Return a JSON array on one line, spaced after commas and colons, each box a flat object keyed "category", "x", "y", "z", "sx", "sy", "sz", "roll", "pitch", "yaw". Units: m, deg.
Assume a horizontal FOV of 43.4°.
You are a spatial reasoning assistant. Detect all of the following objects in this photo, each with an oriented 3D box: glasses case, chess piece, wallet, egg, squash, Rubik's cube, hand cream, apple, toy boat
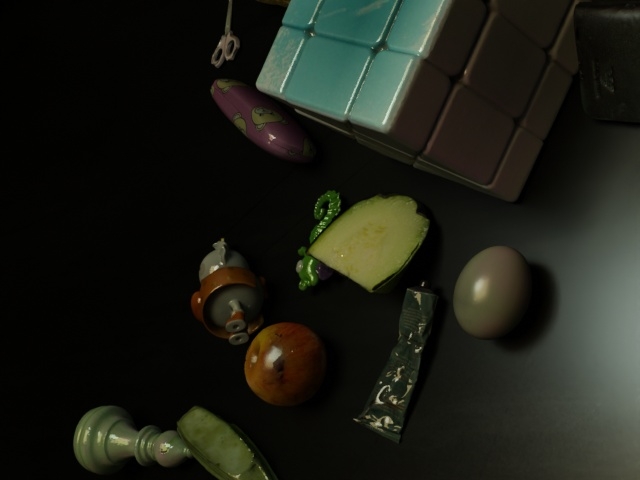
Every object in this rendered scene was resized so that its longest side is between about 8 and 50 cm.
[{"category": "glasses case", "x": -0.116, "y": -0.240, "z": 1.589, "sx": 0.316, "sy": 0.123, "sz": 0.075, "roll": 46, "pitch": 113, "yaw": 45}, {"category": "chess piece", "x": -0.349, "y": 0.402, "z": 1.589, "sx": 0.272, "sy": 0.139, "sz": 0.139, "roll": -3, "pitch": 72, "yaw": 33}, {"category": "wallet", "x": 0.455, "y": -0.217, "z": 0.991, "sx": 0.318, "sy": 0.045, "sz": 0.172, "roll": 17, "pitch": 123, "yaw": 50}, {"category": "egg", "x": 0.239, "y": 0.072, "z": 1.116, "sx": 0.103, "sy": 0.103, "sz": 0.134, "roll": 19, "pitch": 87, "yaw": 48}, {"category": "squash", "x": 0.101, "y": 0.013, "z": 1.319, "sx": 0.184, "sy": 0.085, "sz": 0.192, "roll": -43, "pitch": 43, "yaw": -15}, {"category": "Rubik's cube", "x": 0.156, "y": -0.280, "z": 1.185, "sx": 0.322, "sy": 0.319, "sz": 0.315, "roll": 30, "pitch": 98, "yaw": 48}, {"category": "hand cream", "x": 0.123, "y": 0.178, "z": 1.230, "sx": 0.075, "sy": 0.052, "sz": 0.247, "roll": 19, "pitch": 88, "yaw": 49}, {"category": "apple", "x": -0.061, "y": 0.206, "z": 1.351, "sx": 0.147, "sy": 0.147, "sz": 0.146, "roll": -20, "pitch": 61, "yaw": 40}, {"category": "toy boat", "x": -0.172, "y": 0.373, "z": 1.439, "sx": 0.093, "sy": 0.055, "sz": 0.293, "roll": -39, "pitch": 39, "yaw": -21}]

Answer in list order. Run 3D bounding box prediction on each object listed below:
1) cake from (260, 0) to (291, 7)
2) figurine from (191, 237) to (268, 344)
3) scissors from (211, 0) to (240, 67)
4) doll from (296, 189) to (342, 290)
[{"category": "cake", "x": -0.089, "y": -0.655, "z": 1.654, "sx": 0.222, "sy": 0.228, "sz": 0.285, "roll": 24, "pitch": 92, "yaw": 48}, {"category": "figurine", "x": -0.167, "y": 0.086, "z": 1.524, "sx": 0.143, "sy": 0.143, "sz": 0.271, "roll": -40, "pitch": 25, "yaw": 28}, {"category": "scissors", "x": -0.216, "y": -0.491, "z": 1.875, "sx": 0.100, "sy": 0.015, "sz": 0.188, "roll": -20, "pitch": 59, "yaw": 42}, {"category": "doll", "x": 0.000, "y": 0.000, "z": 1.433, "sx": 0.115, "sy": 0.050, "sz": 0.190, "roll": 6, "pitch": 75, "yaw": 54}]
